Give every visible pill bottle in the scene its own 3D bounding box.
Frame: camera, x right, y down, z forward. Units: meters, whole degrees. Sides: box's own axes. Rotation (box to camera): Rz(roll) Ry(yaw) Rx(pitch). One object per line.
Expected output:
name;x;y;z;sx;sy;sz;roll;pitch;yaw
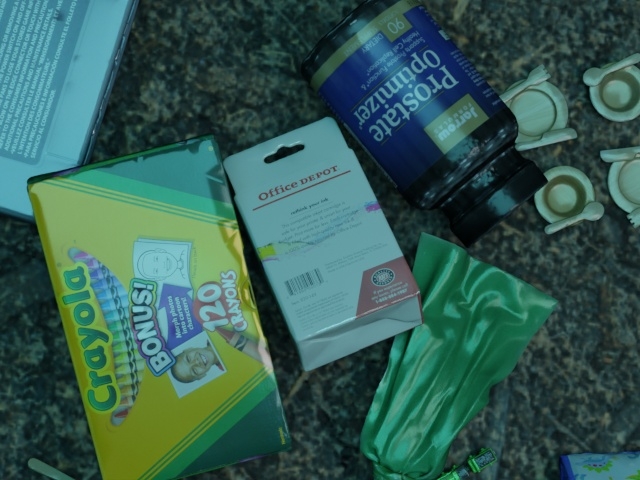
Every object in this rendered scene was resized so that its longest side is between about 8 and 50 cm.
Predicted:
pill bottle;0.095;-0.106;1.548;0.123;0.123;0.219;-40;86;-5

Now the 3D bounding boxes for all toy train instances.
toy train;0.120;0.209;1.565;0.083;0.024;0.017;-30;86;-5

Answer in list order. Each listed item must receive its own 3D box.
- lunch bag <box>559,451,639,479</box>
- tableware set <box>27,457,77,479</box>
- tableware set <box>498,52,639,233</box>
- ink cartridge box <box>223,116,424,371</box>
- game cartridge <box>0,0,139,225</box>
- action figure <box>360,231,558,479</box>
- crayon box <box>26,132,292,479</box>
lunch bag;0.277;0.251;1.533;0.128;0.096;0.151;-1;55;-2
tableware set;-0.202;0.286;1.532;0.194;0.039;0.128;29;58;-5
tableware set;0.244;-0.086;1.602;0.141;0.020;0.169;-18;84;-4
ink cartridge box;0.000;0.000;1.542;0.115;0.067;0.198;-21;61;-4
game cartridge;-0.278;-0.173;1.578;0.196;0.060;0.294;17;83;-4
action figure;0.099;0.126;1.553;0.137;0.063;0.232;26;80;-1
crayon box;-0.138;0.061;1.517;0.165;0.081;0.278;-14;96;-5
